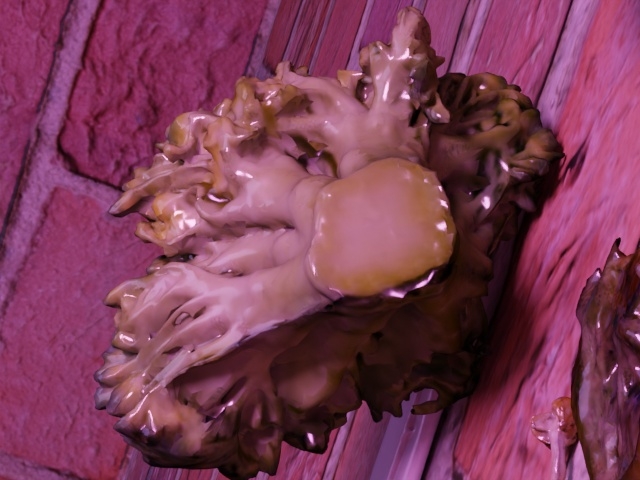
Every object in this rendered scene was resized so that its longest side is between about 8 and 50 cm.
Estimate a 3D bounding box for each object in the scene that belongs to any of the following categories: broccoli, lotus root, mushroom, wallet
[{"bbox_3d":[0.000,0.000,1.125,0.245,0.248,0.288,118,168,-75],"label":"broccoli"},{"bbox_3d":[0.144,0.042,0.765,0.203,0.078,0.183,-87,18,-61],"label":"lotus root"},{"bbox_3d":[0.083,0.215,0.966,0.028,0.026,0.286,45,-120,-83],"label":"mushroom"},{"bbox_3d":[0.059,0.121,1.250,0.061,0.025,0.122,-150,78,-73],"label":"wallet"}]
